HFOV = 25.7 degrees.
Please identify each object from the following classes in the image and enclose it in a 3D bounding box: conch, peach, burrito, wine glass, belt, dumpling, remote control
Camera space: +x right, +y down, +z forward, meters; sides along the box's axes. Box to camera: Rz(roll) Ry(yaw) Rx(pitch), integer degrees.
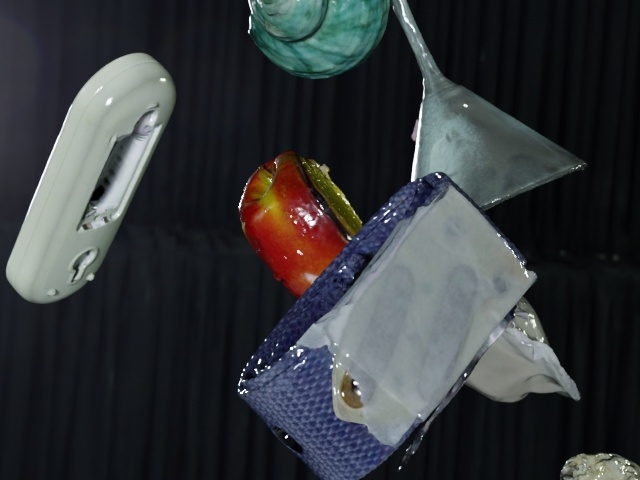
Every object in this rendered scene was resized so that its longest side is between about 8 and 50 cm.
[{"bbox_3d":[-0.012,-0.274,1.659,0.196,0.134,0.202,-35,-39,20],"label":"conch"},{"bbox_3d":[-0.005,0.003,1.249,0.092,0.172,0.127,-37,12,9],"label":"peach"},{"bbox_3d":[0.314,0.257,1.358,0.229,0.058,0.063,34,25,-39],"label":"burrito"},{"bbox_3d":[0.144,-0.220,1.846,0.267,0.406,0.267,-26,-1,-1],"label":"wine glass"},{"bbox_3d":[0.054,0.066,0.988,0.126,0.230,0.139,47,-28,-10],"label":"belt"},{"bbox_3d":[0.273,0.179,2.095,0.163,0.204,0.293,-25,7,-12],"label":"dumpling"},{"bbox_3d":[-0.159,-0.036,0.975,0.042,0.221,0.078,43,38,18],"label":"remote control"}]

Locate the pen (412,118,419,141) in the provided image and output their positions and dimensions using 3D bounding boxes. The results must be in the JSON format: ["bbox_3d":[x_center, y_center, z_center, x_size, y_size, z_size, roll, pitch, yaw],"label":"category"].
[{"bbox_3d":[0.256,-0.170,2.443,0.197,0.053,0.032,15,9,22],"label":"pen"}]
